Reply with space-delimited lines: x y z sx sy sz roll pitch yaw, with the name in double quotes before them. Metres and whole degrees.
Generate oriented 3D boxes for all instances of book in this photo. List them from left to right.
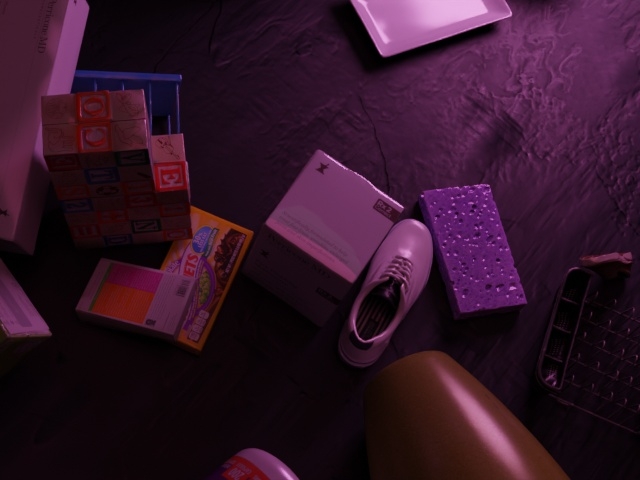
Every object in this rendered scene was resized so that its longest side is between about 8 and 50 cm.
"book" -0.256 0.080 1.594 0.144 0.035 0.096 12 59 11

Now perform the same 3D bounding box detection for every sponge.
"sponge" 0.236 0.015 1.773 0.117 0.031 0.210 -8 69 -18

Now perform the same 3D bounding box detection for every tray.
"tray" 0.183 -0.400 1.944 0.270 0.030 0.145 -21 73 -22

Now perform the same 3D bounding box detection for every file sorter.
"file sorter" -0.295 -0.176 1.674 0.170 0.118 0.104 1 69 -14

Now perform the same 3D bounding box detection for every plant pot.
"plant pot" 0.177 0.304 1.524 0.274 0.275 0.293 -13 55 -19

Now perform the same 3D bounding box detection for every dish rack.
"dish rack" 0.460 0.186 1.732 0.271 0.074 0.208 24 64 -3

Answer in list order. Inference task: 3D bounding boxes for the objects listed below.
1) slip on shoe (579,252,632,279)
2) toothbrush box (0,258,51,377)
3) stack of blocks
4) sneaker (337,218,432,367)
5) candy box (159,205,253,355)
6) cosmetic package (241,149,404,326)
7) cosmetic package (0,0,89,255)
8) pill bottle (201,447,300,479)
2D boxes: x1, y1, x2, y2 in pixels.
"slip on shoe" 0.450 0.041 1.786 0.135 0.051 0.041 -1 85 -54
"toothbrush box" -0.515 0.122 1.412 0.283 0.122 0.206 -38 79 9
"stack of blocks" -0.265 -0.090 1.529 0.171 0.297 0.087 -6 68 -6
"sneaker" 0.108 0.070 1.681 0.094 0.091 0.258 26 63 -2
"candy box" -0.182 0.056 1.650 0.105 0.027 0.206 22 63 0
"cosmetic package" 0.000 0.000 1.633 0.151 0.184 0.151 34 63 2
"cosmetic package" -0.500 -0.187 1.562 0.284 0.097 0.377 8 77 7
"pill bottle" -0.154 0.416 1.411 0.323 0.181 0.181 -35 79 -25
